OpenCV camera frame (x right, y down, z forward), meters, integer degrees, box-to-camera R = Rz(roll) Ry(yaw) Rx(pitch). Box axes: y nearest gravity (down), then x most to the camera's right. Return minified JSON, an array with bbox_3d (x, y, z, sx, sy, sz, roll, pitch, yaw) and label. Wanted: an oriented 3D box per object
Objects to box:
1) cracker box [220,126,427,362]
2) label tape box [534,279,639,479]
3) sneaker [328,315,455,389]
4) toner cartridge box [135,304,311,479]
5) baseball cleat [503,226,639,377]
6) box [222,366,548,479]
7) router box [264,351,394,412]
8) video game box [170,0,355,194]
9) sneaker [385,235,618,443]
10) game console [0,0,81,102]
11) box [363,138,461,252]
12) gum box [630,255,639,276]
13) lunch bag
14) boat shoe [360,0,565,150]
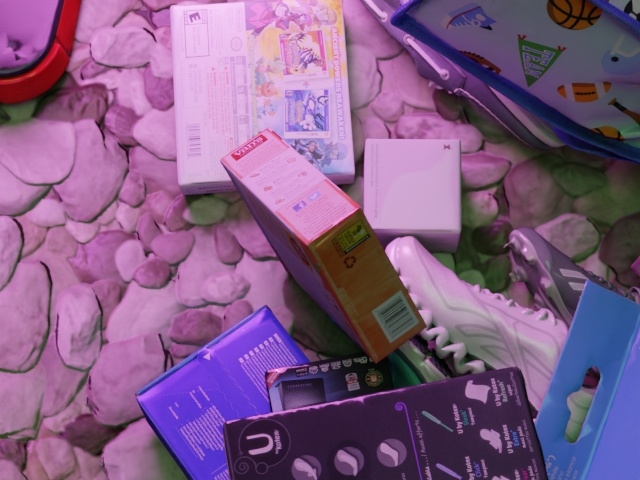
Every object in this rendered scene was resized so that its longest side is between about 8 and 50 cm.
[{"bbox_3d":[0.000,0.000,1.658,0.067,0.156,0.232,-35,33,-8],"label":"cracker box"},{"bbox_3d":[0.376,0.207,1.623,0.333,0.106,0.241,25,76,-15],"label":"label tape box"},{"bbox_3d":[0.091,0.168,1.704,0.110,0.107,0.275,-40,76,5],"label":"sneaker"},{"bbox_3d":[-0.017,0.246,1.659,0.165,0.075,0.348,-33,67,-12],"label":"toner cartridge box"},{"bbox_3d":[0.280,0.058,1.748,0.109,0.072,0.206,-32,84,-17],"label":"baseball cleat"},{"bbox_3d":[0.060,0.227,1.520,0.270,0.165,0.143,-10,63,-2],"label":"box"},{"bbox_3d":[0.013,0.161,1.634,0.122,0.038,0.092,-12,65,-2],"label":"router box"},{"bbox_3d":[-0.062,-0.156,1.814,0.187,0.048,0.205,-4,76,2],"label":"video game box"},{"bbox_3d":[0.182,0.098,1.702,0.118,0.110,0.292,-43,85,11],"label":"sneaker"},{"bbox_3d":[-0.445,-0.331,1.870,0.386,0.060,0.342,8,71,3],"label":"game console"},{"bbox_3d":[0.095,-0.046,1.760,0.102,0.087,0.101,1,75,1],"label":"box"},{"bbox_3d":[0.423,0.001,1.736,0.188,0.062,0.107,-39,79,-23],"label":"gum box"},{"bbox_3d":[0.300,-0.277,1.710,0.385,0.239,0.328,28,62,-20],"label":"lunch bag"},{"bbox_3d":[0.146,-0.213,1.812,0.319,0.099,0.116,48,45,0],"label":"boat shoe"}]
